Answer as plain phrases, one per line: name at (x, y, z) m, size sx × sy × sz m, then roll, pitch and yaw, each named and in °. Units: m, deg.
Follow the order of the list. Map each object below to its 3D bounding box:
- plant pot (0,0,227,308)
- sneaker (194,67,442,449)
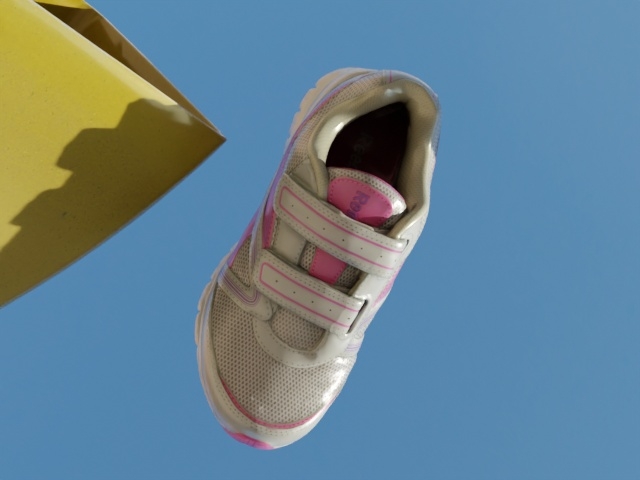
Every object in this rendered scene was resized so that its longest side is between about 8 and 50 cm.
plant pot at (-0.224, -0.080, 0.762) m, size 0.187 × 0.212 × 0.212 m, roll -50°, pitch -135°, yaw 5°
sneaker at (0.000, 0.000, 0.758) m, size 0.103 × 0.111 × 0.252 m, roll 20°, pitch -102°, yaw -10°
